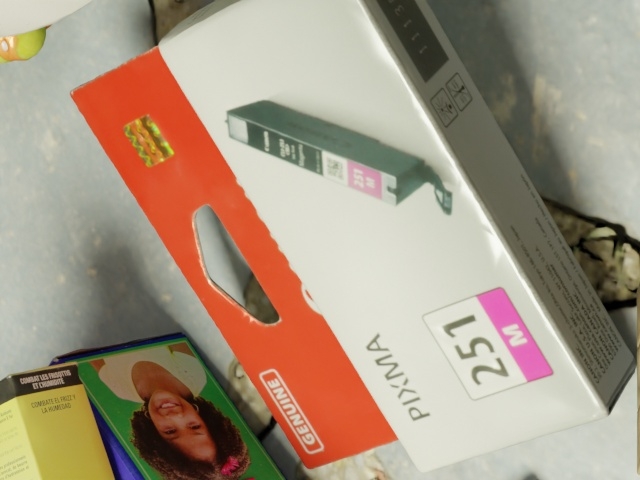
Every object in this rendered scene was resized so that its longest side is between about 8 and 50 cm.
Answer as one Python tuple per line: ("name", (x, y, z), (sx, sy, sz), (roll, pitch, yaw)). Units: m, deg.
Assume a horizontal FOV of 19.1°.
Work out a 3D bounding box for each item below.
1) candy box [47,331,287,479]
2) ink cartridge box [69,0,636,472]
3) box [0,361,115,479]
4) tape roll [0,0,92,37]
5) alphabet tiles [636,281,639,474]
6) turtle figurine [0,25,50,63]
("candy box", (-0.096, 0.262, 1.138), (0.317, 0.122, 0.268), (51, 126, 21))
("ink cartridge box", (0.000, 0.000, 1.015), (0.239, 0.060, 0.275), (-23, 104, 36))
("box", (-0.142, 0.191, 1.048), (0.087, 0.058, 0.232), (-28, 76, 37))
("tape roll", (-0.202, -0.257, 1.049), (0.286, 0.100, 0.286), (-3, 83, 27))
("alphabet tiles", (0.171, -0.010, 0.854), (0.009, 0.198, 0.237), (9, 137, 0))
("turtle figurine", (-0.239, -0.154, 1.165), (0.217, 0.087, 0.270), (17, 93, 28))
